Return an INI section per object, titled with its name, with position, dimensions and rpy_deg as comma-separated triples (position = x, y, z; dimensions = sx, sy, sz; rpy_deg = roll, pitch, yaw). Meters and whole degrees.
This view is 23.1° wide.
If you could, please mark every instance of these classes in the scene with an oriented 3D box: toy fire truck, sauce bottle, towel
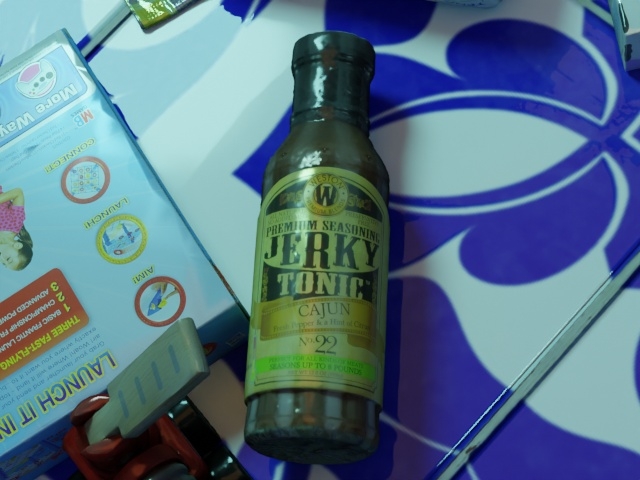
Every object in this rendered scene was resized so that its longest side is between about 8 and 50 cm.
[toy fire truck]
position = -0.096, 0.177, 1.126
dimensions = 0.158, 0.246, 0.217
rpy_deg = -39, 68, -5
[sauce bottle]
position = 0.000, 0.000, 1.250
dimensions = 0.111, 0.111, 0.344
rpy_deg = -2, 70, 9
[towel]
position = -0.139, -0.230, 1.413
dimensions = 0.083, 0.009, 0.060
rpy_deg = -29, 67, -1

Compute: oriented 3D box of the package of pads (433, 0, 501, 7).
[package of pads]
position = 0.042, -0.334, 1.371
dimensions = 0.296, 0.101, 0.229
rpy_deg = 11, 72, 14

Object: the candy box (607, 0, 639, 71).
[candy box]
position = 0.315, -0.256, 1.311
dimensions = 0.164, 0.070, 0.196
rpy_deg = -10, 68, 6

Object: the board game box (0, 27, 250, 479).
[board game box]
position = -0.260, 0.029, 1.297
dimensions = 0.308, 0.086, 0.302
rpy_deg = -32, 68, -3
